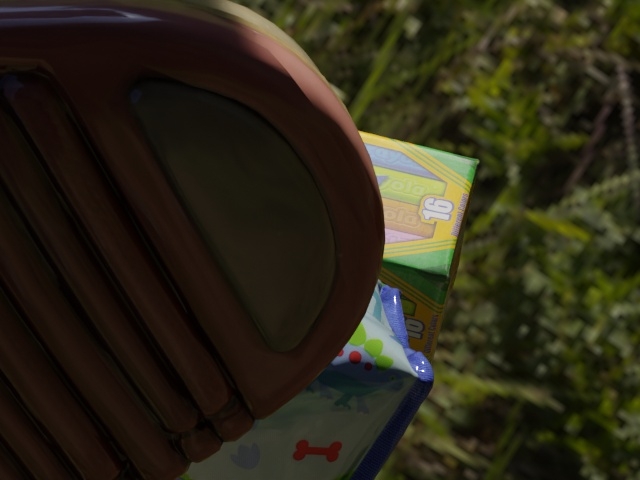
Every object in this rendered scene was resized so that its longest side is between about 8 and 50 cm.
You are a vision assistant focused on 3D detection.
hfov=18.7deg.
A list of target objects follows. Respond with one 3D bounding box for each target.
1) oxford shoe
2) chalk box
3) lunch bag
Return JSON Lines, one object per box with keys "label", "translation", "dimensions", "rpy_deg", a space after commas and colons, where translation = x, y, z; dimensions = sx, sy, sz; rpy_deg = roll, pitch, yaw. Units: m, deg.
{"label": "oxford shoe", "translation": [-0.145, 0.001, 0.405], "dimensions": [0.348, 0.123, 0.130], "rpy_deg": [-12, 31, 21]}
{"label": "chalk box", "translation": [0.000, 0.000, 1.499], "dimensions": [0.132, 0.213, 0.132], "rpy_deg": [97, -172, -48]}
{"label": "lunch bag", "translation": [-0.060, 0.058, 0.596], "dimensions": [0.151, 0.128, 0.096], "rpy_deg": [-58, 15, 13]}
